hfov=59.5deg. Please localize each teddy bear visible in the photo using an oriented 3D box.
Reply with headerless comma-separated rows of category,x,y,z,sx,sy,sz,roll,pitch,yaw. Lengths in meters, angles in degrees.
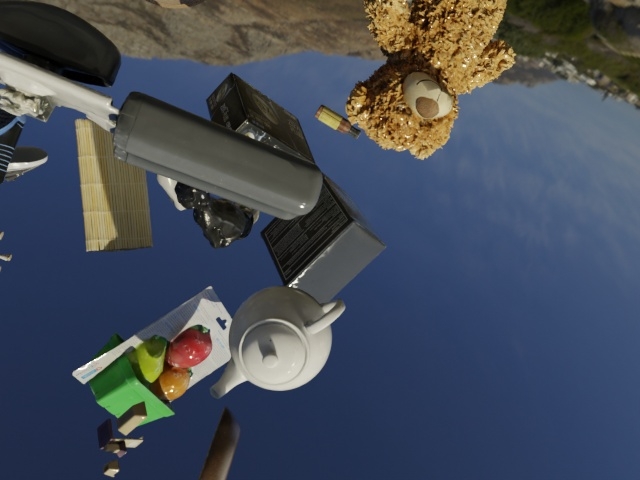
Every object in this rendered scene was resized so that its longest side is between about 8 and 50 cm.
teddy bear,0.168,-0.276,0.734,0.113,0.338,0.245,28,165,46

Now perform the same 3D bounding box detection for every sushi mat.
sushi mat,-0.490,-0.132,1.331,0.151,0.019,0.317,-5,-90,-19

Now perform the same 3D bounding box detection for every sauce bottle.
sauce bottle,0.047,-0.311,1.480,0.128,0.042,0.042,33,-148,-4

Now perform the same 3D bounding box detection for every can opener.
can opener,-0.127,-0.096,0.429,0.280,0.093,0.074,24,170,-16

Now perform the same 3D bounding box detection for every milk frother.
milk frother,-0.253,-0.070,1.523,0.143,0.129,0.135,50,-168,-12

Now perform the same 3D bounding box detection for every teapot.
teapot,-0.090,0.226,1.232,0.252,0.256,0.187,11,-170,2

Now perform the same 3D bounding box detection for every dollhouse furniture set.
dollhouse furniture set,-0.321,0.347,0.988,0.081,0.114,0.091,27,-151,-47

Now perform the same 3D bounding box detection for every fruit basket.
fruit basket,-0.374,0.283,1.376,0.353,0.327,0.165,-38,-124,-15

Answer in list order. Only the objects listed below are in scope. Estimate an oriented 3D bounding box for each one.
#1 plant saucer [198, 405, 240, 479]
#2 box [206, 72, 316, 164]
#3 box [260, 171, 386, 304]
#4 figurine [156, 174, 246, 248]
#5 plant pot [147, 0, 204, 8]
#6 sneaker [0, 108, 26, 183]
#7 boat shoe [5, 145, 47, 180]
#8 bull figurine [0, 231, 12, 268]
plant saucer,-0.212,0.473,1.057,0.050,0.311,0.311,19,-147,-2
box,-0.109,-0.199,1.036,0.180,0.077,0.148,27,-148,-42
box,0.000,0.000,1.757,0.182,0.296,0.294,35,-164,-38
figurine,-0.258,-0.108,1.076,0.215,0.092,0.209,43,171,24
plant pot,-0.282,-0.541,1.044,0.237,0.237,0.110,16,-142,-28
sneaker,-0.617,-0.156,1.040,0.081,0.091,0.232,10,-128,13
boat shoe,-0.855,-0.191,1.513,0.080,0.076,0.228,41,-137,19
bull figurine,-0.992,0.008,1.565,0.188,0.310,0.101,19,-113,-13
